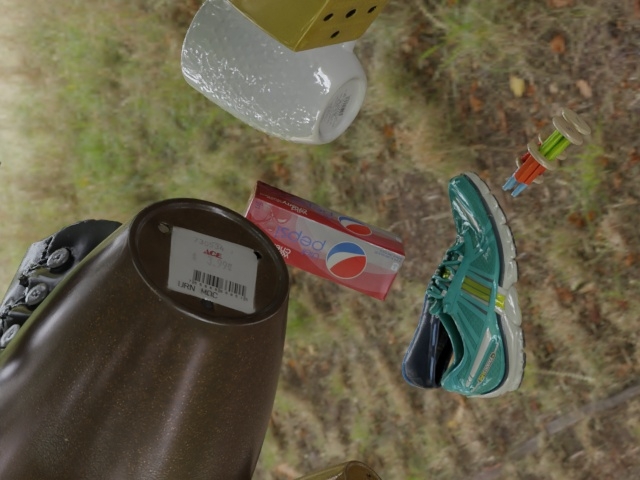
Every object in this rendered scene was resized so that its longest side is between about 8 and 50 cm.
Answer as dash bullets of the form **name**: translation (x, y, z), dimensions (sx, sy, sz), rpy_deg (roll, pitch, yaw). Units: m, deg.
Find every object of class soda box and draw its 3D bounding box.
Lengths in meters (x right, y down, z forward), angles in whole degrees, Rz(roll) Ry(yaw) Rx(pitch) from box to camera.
- **soda box**: translation (0.000, 0.000, 1.623), dimensions (0.083, 0.263, 0.092), rpy_deg (-90, 23, -66)

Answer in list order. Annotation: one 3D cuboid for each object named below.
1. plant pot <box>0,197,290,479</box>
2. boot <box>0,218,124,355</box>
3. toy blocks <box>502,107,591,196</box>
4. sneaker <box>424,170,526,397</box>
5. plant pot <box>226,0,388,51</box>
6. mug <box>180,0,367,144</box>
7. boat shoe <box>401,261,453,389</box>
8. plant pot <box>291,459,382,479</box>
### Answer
- **plant pot**: translation (-0.114, 0.089, 0.686), dimensions (0.215, 0.215, 0.230), rpy_deg (53, 132, 25)
- **boot**: translation (-0.349, 0.149, 1.461), dimensions (0.367, 0.445, 0.146), rpy_deg (-5, 127, 21)
- **toy blocks**: translation (0.308, -0.112, 1.430), dimensions (0.054, 0.123, 0.148), rpy_deg (44, 119, 6)
- **sneaker**: translation (0.180, 0.053, 1.215), dimensions (0.107, 0.110, 0.275), rpy_deg (121, 143, -84)
- **plant pot**: translation (-0.007, -0.388, 1.419), dimensions (0.187, 0.212, 0.212), rpy_deg (58, 137, 13)
- **mug**: translation (-0.057, -0.395, 2.089), dimensions (0.328, 0.276, 0.374), rpy_deg (36, 110, 20)
- **boat shoe**: translation (0.238, 0.150, 1.828), dimensions (0.089, 0.109, 0.258), rpy_deg (13, 86, 52)
- **plant pot**: translation (0.002, 0.520, 1.835), dimensions (0.254, 0.237, 0.237), rpy_deg (-43, 66, 24)
